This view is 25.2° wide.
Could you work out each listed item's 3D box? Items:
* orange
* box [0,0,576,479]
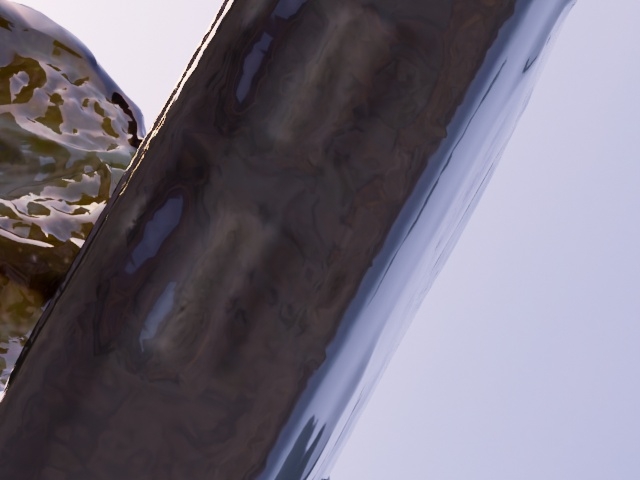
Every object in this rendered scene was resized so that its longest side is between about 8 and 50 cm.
[{"bbox_3d":[-0.267,-0.028,1.098,0.210,0.271,0.368,-49,-135,29],"label":"orange"},{"bbox_3d":[-0.001,-0.001,0.603,0.396,0.111,0.396,-61,173,-12],"label":"box"}]
